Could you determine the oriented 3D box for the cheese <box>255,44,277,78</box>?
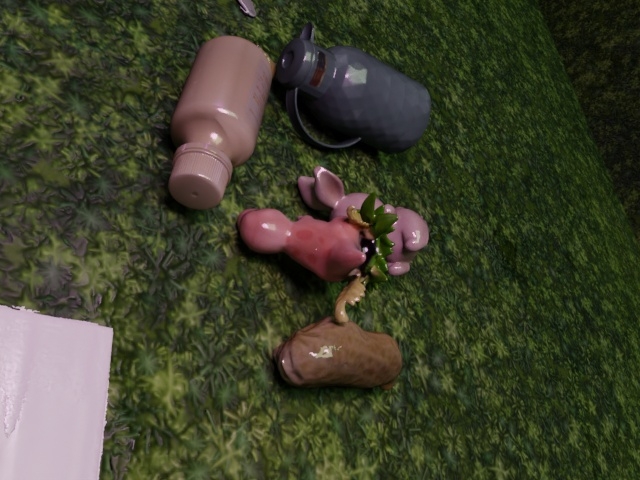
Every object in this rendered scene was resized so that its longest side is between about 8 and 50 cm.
[{"bbox_3d":[-0.103,-0.274,0.920,0.060,0.041,0.084,49,24,-23],"label":"cheese"}]

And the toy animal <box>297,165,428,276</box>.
[{"bbox_3d":[0.054,-0.026,0.889,0.212,0.124,0.124,20,49,-11],"label":"toy animal"}]

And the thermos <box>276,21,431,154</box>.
[{"bbox_3d":[0.049,-0.242,0.996,0.286,0.144,0.182,13,91,-39],"label":"thermos"}]

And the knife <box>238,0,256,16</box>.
[{"bbox_3d":[-0.216,-0.528,0.979,0.336,0.043,0.081,52,33,-18],"label":"knife"}]

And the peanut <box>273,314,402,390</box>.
[{"bbox_3d":[0.034,0.154,0.753,0.214,0.099,0.100,21,52,-37],"label":"peanut"}]

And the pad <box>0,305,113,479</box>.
[{"bbox_3d":[-0.263,0.168,0.498,0.156,0.004,0.232,21,52,-37],"label":"pad"}]

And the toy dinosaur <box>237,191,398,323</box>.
[{"bbox_3d":[0.003,-0.006,0.751,0.176,0.152,0.194,6,24,-42],"label":"toy dinosaur"}]

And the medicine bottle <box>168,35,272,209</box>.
[{"bbox_3d":[-0.135,-0.154,0.751,0.114,0.114,0.253,32,46,-29],"label":"medicine bottle"}]
